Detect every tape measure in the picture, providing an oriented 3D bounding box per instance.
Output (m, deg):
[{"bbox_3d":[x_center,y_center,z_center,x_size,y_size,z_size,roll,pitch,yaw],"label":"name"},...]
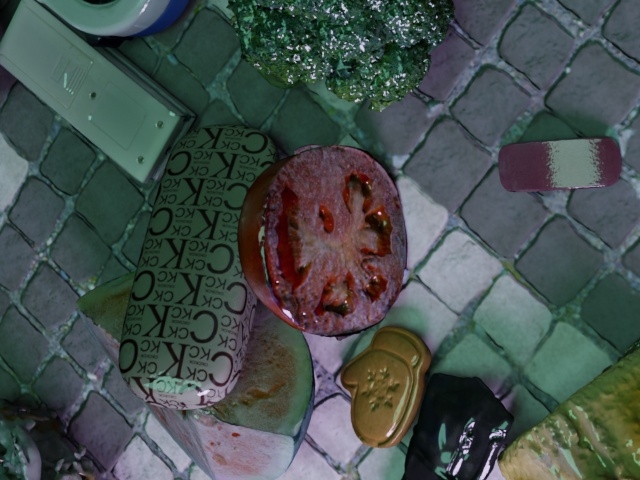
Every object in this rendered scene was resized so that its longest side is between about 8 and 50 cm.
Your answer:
[{"bbox_3d":[-0.218,-0.406,1.629,0.215,0.098,0.351,39,115,21],"label":"tape measure"}]

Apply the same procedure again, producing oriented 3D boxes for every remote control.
[{"bbox_3d":[-0.284,-0.194,1.715,0.277,0.055,0.103,39,112,17],"label":"remote control"}]

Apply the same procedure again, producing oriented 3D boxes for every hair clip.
[{"bbox_3d":[0.252,-0.080,1.461,0.137,0.022,0.054,-2,92,28],"label":"hair clip"}]

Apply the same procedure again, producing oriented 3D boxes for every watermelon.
[{"bbox_3d":[-0.116,0.154,1.632,0.175,0.188,0.322,-39,63,-20],"label":"watermelon"}]

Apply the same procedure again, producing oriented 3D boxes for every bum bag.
[{"bbox_3d":[0.123,0.285,1.530,0.137,0.074,0.310,42,116,53],"label":"bum bag"}]

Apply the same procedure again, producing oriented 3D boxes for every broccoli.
[{"bbox_3d":[0.004,-0.251,1.468,0.270,0.270,0.270,58,149,10],"label":"broccoli"}]

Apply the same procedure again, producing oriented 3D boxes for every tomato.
[{"bbox_3d":[-0.003,0.001,1.520,0.085,0.225,0.225,-9,92,50],"label":"tomato"}]

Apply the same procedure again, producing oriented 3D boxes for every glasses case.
[{"bbox_3d":[-0.134,0.023,1.553,0.137,0.085,0.355,4,61,12],"label":"glasses case"}]

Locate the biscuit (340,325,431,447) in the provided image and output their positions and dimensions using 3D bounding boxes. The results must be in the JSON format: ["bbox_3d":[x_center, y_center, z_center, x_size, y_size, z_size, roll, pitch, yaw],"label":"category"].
[{"bbox_3d":[0.067,0.166,1.568,0.118,0.023,0.140,11,88,43],"label":"biscuit"}]

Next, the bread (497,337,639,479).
[{"bbox_3d":[0.293,0.231,1.413,0.251,0.133,0.174,-40,75,26],"label":"bread"}]

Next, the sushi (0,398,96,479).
[{"bbox_3d":[-0.413,0.397,1.788,0.417,0.175,0.418,5,99,35],"label":"sushi"}]
